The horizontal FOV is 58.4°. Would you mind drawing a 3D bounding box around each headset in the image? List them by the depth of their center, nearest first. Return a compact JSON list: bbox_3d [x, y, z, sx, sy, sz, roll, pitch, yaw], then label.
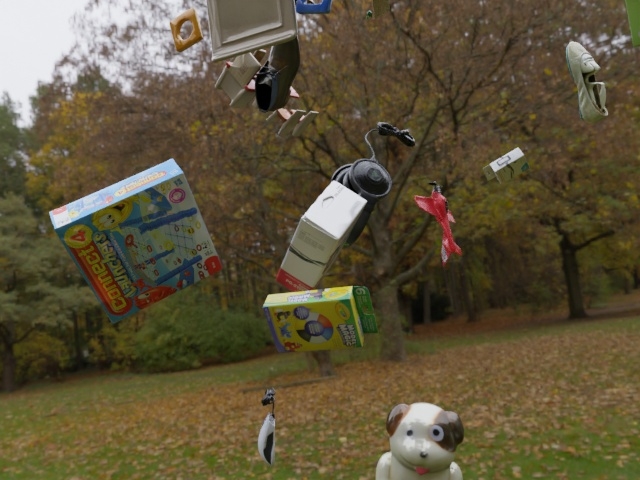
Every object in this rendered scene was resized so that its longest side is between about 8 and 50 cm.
[{"bbox_3d":[0.141,-0.156,1.673,0.185,0.394,0.243,21,-5,-15],"label":"headset"}]

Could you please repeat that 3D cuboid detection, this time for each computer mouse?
[{"bbox_3d":[-0.133,0.466,1.418,0.042,0.192,0.106,1,1,-4],"label":"computer mouse"}]

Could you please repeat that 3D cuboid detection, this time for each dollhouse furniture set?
[{"bbox_3d":[-0.146,-0.423,1.542,0.135,0.262,0.259,-45,-14,27],"label":"dollhouse furniture set"}]

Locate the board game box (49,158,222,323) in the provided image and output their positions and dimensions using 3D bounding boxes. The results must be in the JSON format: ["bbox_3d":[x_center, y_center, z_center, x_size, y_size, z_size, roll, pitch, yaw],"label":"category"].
[{"bbox_3d":[-0.428,0.006,1.376,0.302,0.308,0.086,-28,40,-16],"label":"board game box"}]

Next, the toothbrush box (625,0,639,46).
[{"bbox_3d":[0.525,-0.458,0.830,0.206,0.283,0.122,-34,21,-35],"label":"toothbrush box"}]

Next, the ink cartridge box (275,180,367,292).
[{"bbox_3d":[0.000,0.000,1.376,0.172,0.100,0.237,-53,-8,-44],"label":"ink cartridge box"}]

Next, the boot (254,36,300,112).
[{"bbox_3d":[-0.106,-0.417,1.404,0.082,0.219,0.106,16,31,10],"label":"boot"}]

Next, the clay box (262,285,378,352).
[{"bbox_3d":[0.002,0.169,1.216,0.222,0.127,0.053,-7,27,17],"label":"clay box"}]

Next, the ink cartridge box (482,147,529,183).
[{"bbox_3d":[0.387,-0.151,1.195,0.083,0.028,0.048,-31,-43,14],"label":"ink cartridge box"}]

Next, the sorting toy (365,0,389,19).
[{"bbox_3d":[0.147,-0.610,1.491,0.083,0.012,0.062,-37,-37,-21],"label":"sorting toy"}]

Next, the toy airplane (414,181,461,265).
[{"bbox_3d":[0.209,-0.032,0.981,0.028,0.151,0.151,-17,-12,33],"label":"toy airplane"}]

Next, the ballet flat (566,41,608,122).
[{"bbox_3d":[0.537,-0.319,1.139,0.057,0.168,0.052,-20,6,-30],"label":"ballet flat"}]

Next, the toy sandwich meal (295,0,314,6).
[{"bbox_3d":[-0.057,-0.597,1.438,0.086,0.029,0.085,14,10,-2],"label":"toy sandwich meal"}]

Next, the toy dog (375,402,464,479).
[{"bbox_3d":[0.323,0.684,1.767,0.285,0.407,0.395,12,37,20],"label":"toy dog"}]

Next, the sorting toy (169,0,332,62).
[{"bbox_3d":[-0.123,-0.425,1.016,0.348,0.195,0.047,-5,-2,28],"label":"sorting toy"}]
